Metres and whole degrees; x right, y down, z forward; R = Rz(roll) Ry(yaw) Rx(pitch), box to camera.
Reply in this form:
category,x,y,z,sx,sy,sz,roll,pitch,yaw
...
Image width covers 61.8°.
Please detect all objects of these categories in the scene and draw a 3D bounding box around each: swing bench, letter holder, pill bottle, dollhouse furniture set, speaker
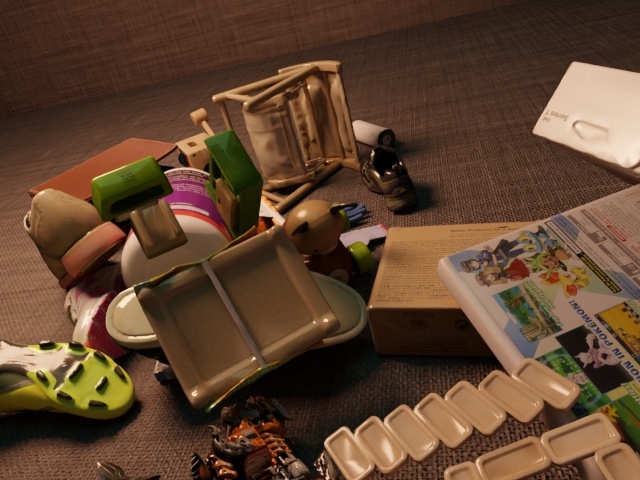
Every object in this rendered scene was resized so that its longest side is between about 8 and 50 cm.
category,x,y,z,sx,sy,sz,roll,pitch,yaw
swing bench,-0.062,-0.238,1.191,0.255,0.253,0.165,-30,32,-24
letter holder,-0.483,-0.113,1.286,0.214,0.152,0.302,11,39,35
pill bottle,-0.249,-0.020,0.981,0.181,0.181,0.323,-16,30,-1
dollhouse furniture set,-0.133,0.043,0.683,0.197,0.301,0.151,-26,-13,-20
speaker,0.128,-0.268,1.354,0.055,0.055,0.136,-27,31,-19

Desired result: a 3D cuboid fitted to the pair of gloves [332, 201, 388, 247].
category,x,y,z,sx,sy,sz,roll,pitch,yaw
pair of gloves,0.034,-0.016,1.005,0.159,0.023,0.198,-20,31,-12

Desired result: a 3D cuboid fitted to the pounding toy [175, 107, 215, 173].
category,x,y,z,sx,sy,sz,roll,pitch,yaw
pounding toy,-0.292,-0.209,1.298,0.094,0.206,0.181,-26,31,-18

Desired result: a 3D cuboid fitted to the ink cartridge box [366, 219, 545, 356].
category,x,y,z,sx,sy,sz,roll,pitch,yaw
ink cartridge box,0.197,0.061,0.726,0.235,0.088,0.193,-2,32,20

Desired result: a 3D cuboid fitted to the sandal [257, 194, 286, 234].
category,x,y,z,sx,sy,sz,roll,pitch,yaw
sandal,-0.104,-0.013,0.983,0.076,0.102,0.265,-25,33,-21

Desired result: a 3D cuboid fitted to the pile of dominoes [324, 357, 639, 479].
category,x,y,z,sx,sy,sz,roll,pitch,yaw
pile of dominoes,0.135,0.215,0.453,0.251,0.040,0.196,-23,36,5

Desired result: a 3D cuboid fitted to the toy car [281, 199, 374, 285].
category,x,y,z,sx,sy,sz,roll,pitch,yaw
toy car,0.000,0.000,0.792,0.155,0.188,0.149,-27,76,-17

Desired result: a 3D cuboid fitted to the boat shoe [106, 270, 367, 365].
category,x,y,z,sx,sy,sz,roll,pitch,yaw
boat shoe,-0.108,0.122,0.741,0.340,0.113,0.127,-6,54,-7

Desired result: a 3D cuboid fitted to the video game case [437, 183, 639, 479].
category,x,y,z,sx,sy,sz,roll,pitch,yaw
video game case,0.334,0.092,0.549,0.300,0.036,0.329,-19,50,-12

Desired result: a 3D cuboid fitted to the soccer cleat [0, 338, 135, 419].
category,x,y,z,sx,sy,sz,roll,pitch,yaw
soccer cleat,-0.398,0.203,0.762,0.289,0.121,0.093,10,42,4

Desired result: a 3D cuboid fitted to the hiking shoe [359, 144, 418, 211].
category,x,y,z,sx,sy,sz,roll,pitch,yaw
hiking shoe,0.134,-0.151,1.091,0.086,0.114,0.227,-19,30,-7

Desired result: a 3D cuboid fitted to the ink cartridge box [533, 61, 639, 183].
category,x,y,z,sx,sy,sz,roll,pitch,yaw
ink cartridge box,0.479,-0.132,0.751,0.278,0.117,0.201,17,18,-27

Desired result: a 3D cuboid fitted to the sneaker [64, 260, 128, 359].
category,x,y,z,sx,sy,sz,roll,pitch,yaw
sneaker,-0.368,0.123,0.893,0.111,0.103,0.252,-19,23,2

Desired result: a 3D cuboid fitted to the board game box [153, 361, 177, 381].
category,x,y,z,sx,sy,sz,roll,pitch,yaw
board game box,-0.196,0.166,0.804,0.090,0.020,0.090,-13,29,5

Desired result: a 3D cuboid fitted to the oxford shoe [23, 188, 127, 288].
category,x,y,z,sx,sy,sz,roll,pitch,yaw
oxford shoe,-0.456,-0.010,0.985,0.140,0.146,0.397,-46,13,-28

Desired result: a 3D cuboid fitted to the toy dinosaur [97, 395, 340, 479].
category,x,y,z,sx,sy,sz,roll,pitch,yaw
toy dinosaur,-0.076,0.260,0.475,0.218,0.164,0.322,-4,6,-12
